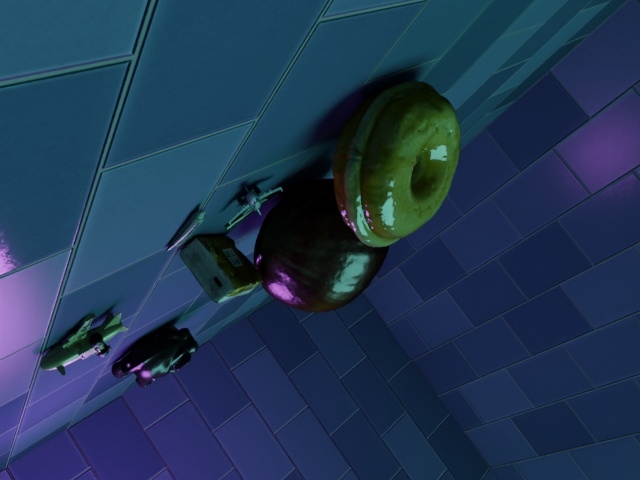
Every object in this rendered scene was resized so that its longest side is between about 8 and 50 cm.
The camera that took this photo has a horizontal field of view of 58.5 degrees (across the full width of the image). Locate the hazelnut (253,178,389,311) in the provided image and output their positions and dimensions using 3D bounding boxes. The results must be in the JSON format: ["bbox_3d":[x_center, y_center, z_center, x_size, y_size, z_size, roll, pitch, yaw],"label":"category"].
[{"bbox_3d":[0.000,0.000,1.749,0.402,0.402,0.429,-28,161,-49],"label":"hazelnut"}]

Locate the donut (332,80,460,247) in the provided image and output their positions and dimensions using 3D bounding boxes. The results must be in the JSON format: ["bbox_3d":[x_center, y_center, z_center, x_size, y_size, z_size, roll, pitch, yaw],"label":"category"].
[{"bbox_3d":[0.201,-0.194,1.476,0.448,0.198,0.449,-26,125,-44],"label":"donut"}]

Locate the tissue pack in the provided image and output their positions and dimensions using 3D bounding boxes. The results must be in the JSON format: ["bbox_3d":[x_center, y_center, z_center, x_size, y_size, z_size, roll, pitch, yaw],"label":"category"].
[{"bbox_3d":[-0.273,0.076,1.593,0.092,0.183,0.226,-38,173,14],"label":"tissue pack"}]

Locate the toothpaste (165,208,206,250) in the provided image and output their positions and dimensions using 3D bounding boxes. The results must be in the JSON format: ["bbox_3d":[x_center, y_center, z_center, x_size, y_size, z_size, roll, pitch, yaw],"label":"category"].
[{"bbox_3d":[-0.318,-0.024,1.373,0.048,0.029,0.197,-28,172,-44],"label":"toothpaste"}]

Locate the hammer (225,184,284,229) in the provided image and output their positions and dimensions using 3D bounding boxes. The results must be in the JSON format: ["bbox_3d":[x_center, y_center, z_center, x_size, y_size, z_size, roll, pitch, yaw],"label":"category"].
[{"bbox_3d":[-0.186,-0.092,1.607,0.198,0.013,0.062,-36,172,-3],"label":"hammer"}]

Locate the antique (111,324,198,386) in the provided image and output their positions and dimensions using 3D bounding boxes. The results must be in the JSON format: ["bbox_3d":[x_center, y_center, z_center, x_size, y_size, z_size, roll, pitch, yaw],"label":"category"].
[{"bbox_3d":[-0.658,0.476,2.336,0.322,0.185,0.255,-23,167,-46],"label":"antique"}]

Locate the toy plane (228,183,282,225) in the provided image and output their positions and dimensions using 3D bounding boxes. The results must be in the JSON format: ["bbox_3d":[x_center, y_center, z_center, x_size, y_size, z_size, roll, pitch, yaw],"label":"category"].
[{"bbox_3d":[-0.169,-0.099,1.441,0.162,0.066,0.171,-35,171,-7],"label":"toy plane"}]

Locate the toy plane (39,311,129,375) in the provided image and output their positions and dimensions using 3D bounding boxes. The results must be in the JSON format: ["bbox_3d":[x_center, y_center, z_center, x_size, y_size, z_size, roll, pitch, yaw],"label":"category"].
[{"bbox_3d":[-0.650,0.288,1.578,0.244,0.092,0.229,-36,157,-24],"label":"toy plane"}]
